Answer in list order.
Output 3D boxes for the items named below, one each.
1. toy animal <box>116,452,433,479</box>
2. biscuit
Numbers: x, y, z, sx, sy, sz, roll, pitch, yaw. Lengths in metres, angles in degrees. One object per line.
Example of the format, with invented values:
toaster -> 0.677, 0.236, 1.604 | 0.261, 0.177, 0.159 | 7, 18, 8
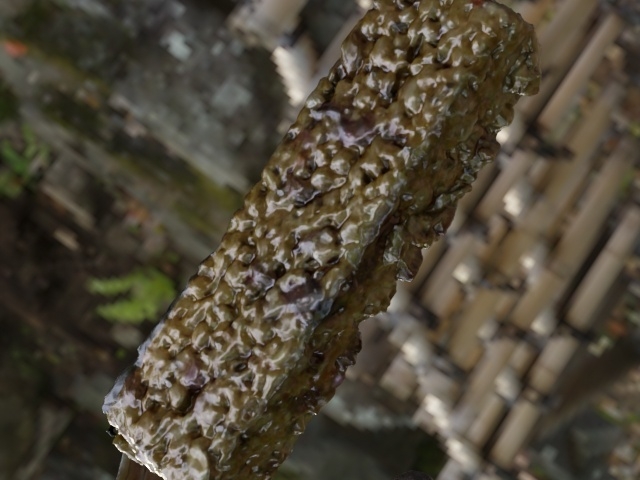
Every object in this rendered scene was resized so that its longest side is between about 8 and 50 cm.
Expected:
toy animal -> -0.052, 0.214, 0.881 | 0.225, 0.302, 0.284 | 43, 176, 10
biscuit -> 0.000, 0.000, 0.647 | 0.064, 0.199, 0.034 | 38, -172, 37
